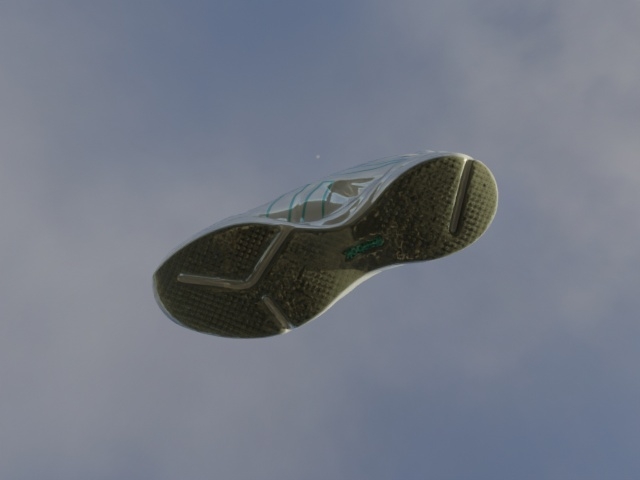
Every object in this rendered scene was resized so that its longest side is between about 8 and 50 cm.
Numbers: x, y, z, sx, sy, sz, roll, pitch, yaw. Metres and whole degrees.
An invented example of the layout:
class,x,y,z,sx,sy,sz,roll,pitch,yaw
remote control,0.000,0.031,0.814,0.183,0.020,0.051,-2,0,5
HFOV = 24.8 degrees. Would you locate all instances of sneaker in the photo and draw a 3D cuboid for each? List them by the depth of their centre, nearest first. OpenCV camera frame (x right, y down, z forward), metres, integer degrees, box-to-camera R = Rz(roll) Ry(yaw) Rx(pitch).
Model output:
class,x,y,z,sx,sy,sz,roll,pitch,yaw
sneaker,0.000,0.000,0.634,0.152,0.061,0.053,-19,-74,-5
